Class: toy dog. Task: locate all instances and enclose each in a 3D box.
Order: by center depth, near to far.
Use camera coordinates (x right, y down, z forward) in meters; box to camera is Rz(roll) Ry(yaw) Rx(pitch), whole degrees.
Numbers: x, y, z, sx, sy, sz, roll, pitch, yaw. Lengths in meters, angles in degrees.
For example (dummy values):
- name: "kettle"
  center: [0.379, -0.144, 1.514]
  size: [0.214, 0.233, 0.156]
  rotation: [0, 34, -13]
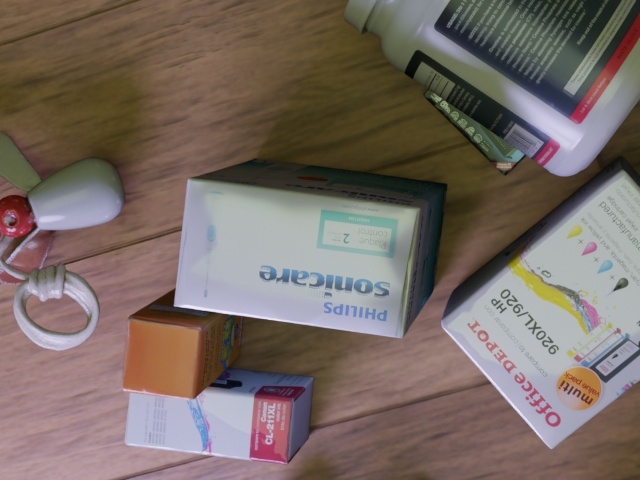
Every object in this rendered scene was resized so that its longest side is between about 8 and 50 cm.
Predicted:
- name: "toy dog"
  center: [-0.383, -0.010, 1.679]
  size: [0.334, 0.161, 0.220]
  rotation: [6, 95, -6]

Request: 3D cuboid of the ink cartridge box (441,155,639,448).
- name: "ink cartridge box"
  center: [0.263, 0.058, 1.543]
  size: [0.233, 0.168, 0.171]
  rotation: [-41, 90, 13]

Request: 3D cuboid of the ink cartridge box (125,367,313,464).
- name: "ink cartridge box"
  center: [-0.105, 0.180, 1.642]
  size: [0.175, 0.127, 0.072]
  rotation: [6, 97, 9]

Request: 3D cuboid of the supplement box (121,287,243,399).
- name: "supplement box"
  center: [-0.136, 0.100, 1.584]
  size: [0.080, 0.233, 0.078]
  rotation: [7, 98, 5]

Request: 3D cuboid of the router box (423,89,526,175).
- name: "router box"
  center: [0.181, -0.141, 1.599]
  size: [0.122, 0.038, 0.092]
  rotation: [44, 101, 2]

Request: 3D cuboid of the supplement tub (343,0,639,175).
- name: "supplement tub"
  center: [0.180, -0.205, 1.477]
  size: [0.272, 0.191, 0.191]
  rotation: [34, 101, 2]

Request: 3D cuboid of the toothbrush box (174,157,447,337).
- name: "toothbrush box"
  center: [0.000, 0.000, 1.517]
  size: [0.216, 0.295, 0.126]
  rotation: [8, 99, 9]
